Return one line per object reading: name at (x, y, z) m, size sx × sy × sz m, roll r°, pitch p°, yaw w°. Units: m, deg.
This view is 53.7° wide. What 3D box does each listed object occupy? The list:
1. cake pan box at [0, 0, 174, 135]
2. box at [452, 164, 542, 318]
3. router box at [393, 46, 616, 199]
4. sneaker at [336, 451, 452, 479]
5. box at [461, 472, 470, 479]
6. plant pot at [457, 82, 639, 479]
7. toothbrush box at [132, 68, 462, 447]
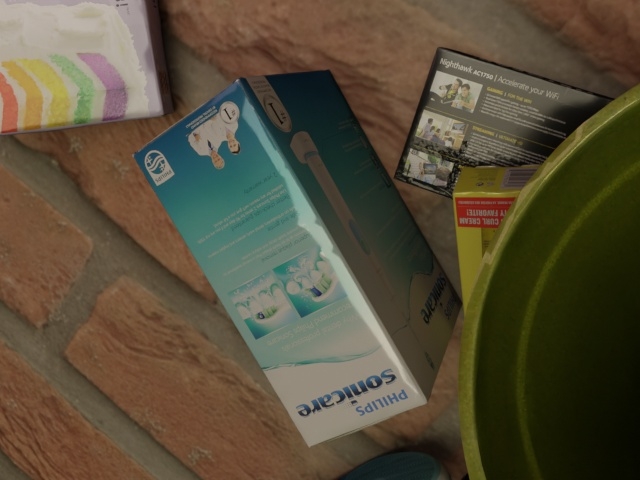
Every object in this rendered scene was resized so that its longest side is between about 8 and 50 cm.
cake pan box at (-0.300, -0.250, 0.671) m, size 0.246 × 0.070 × 0.267 m, roll -6°, pitch 104°, yaw -3°
box at (0.181, 0.044, 0.599) m, size 0.087 × 0.058 × 0.232 m, roll 3°, pitch 122°, yaw 23°
router box at (0.176, -0.093, 0.600) m, size 0.179 × 0.046 × 0.133 m, roll 22°, pitch 111°, yaw 12°
sneaker at (0.072, 0.386, 0.740) m, size 0.319 × 0.127 × 0.208 m, roll -39°, pitch 88°, yaw 34°
box at (0.208, 0.266, 0.633) m, size 0.093 × 0.158 × 0.156 m, roll 34°, pitch 114°, yaw 8°
plant pot at (0.328, 0.103, 0.405) m, size 0.366 × 0.353 × 0.366 m, roll -9°, pitch 74°, yaw 32°
toothbrush box at (0.000, 0.000, 0.598) m, size 0.126 × 0.216 × 0.295 m, roll -29°, pitch 95°, yaw 25°
